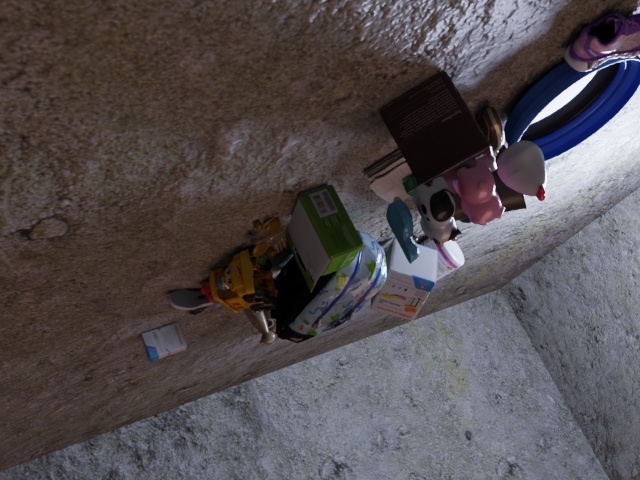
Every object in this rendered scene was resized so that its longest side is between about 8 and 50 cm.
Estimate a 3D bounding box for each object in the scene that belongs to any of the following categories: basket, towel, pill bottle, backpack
[{"bbox_3d":[0.469,-0.154,1.884,0.227,0.204,0.154,-19,180,13],"label":"basket"},{"bbox_3d":[0.235,-0.177,1.703,0.187,0.049,0.282,-31,161,17],"label":"towel"},{"bbox_3d":[0.396,0.095,2.443,0.283,0.160,0.160,-35,159,25],"label":"pill bottle"},{"bbox_3d":[0.026,0.105,1.848,0.273,0.290,0.355,14,132,-13],"label":"backpack"}]

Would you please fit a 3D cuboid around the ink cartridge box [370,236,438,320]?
[{"bbox_3d":[0.299,0.142,2.269,0.171,0.168,0.233,17,136,-3],"label":"ink cartridge box"}]

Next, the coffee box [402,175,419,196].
[{"bbox_3d":[0.318,-0.171,1.668,0.184,0.040,0.113,-30,160,25],"label":"coffee box"}]

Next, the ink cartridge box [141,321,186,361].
[{"bbox_3d":[-0.504,0.327,2.035,0.122,0.088,0.052,-17,159,-24],"label":"ink cartridge box"}]

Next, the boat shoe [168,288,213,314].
[{"bbox_3d":[-0.386,0.188,1.854,0.083,0.065,0.183,-38,158,29],"label":"boat shoe"}]

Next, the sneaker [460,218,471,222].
[{"bbox_3d":[0.513,-0.152,2.020,0.178,0.124,0.295,-24,165,-33],"label":"sneaker"}]

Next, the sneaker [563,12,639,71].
[{"bbox_3d":[0.676,-0.470,1.431,0.236,0.095,0.104,-22,153,-7],"label":"sneaker"}]

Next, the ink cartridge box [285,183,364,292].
[{"bbox_3d":[0.000,0.000,1.661,0.097,0.189,0.255,-20,162,-21],"label":"ink cartridge box"}]

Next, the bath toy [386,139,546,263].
[{"bbox_3d":[0.317,-0.080,1.316,0.348,0.129,0.151,-26,161,1],"label":"bath toy"}]

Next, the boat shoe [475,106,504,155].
[{"bbox_3d":[0.418,-0.260,1.650,0.095,0.095,0.257,-21,162,6],"label":"boat shoe"}]

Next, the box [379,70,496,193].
[{"bbox_3d":[0.259,-0.220,1.385,0.167,0.203,0.168,-29,160,12],"label":"box"}]

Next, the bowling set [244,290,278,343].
[{"bbox_3d":[-0.124,0.242,2.163,0.287,0.154,0.200,-27,172,-18],"label":"bowling set"}]

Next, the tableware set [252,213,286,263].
[{"bbox_3d":[-0.144,-0.004,1.663,0.104,0.024,0.154,-38,148,-20],"label":"tableware set"}]

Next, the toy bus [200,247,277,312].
[{"bbox_3d":[-0.244,0.125,1.789,0.211,0.149,0.220,-11,160,8],"label":"toy bus"}]

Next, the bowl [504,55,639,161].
[{"bbox_3d":[0.663,-0.356,1.676,0.391,0.077,0.391,-24,155,-12],"label":"bowl"}]
